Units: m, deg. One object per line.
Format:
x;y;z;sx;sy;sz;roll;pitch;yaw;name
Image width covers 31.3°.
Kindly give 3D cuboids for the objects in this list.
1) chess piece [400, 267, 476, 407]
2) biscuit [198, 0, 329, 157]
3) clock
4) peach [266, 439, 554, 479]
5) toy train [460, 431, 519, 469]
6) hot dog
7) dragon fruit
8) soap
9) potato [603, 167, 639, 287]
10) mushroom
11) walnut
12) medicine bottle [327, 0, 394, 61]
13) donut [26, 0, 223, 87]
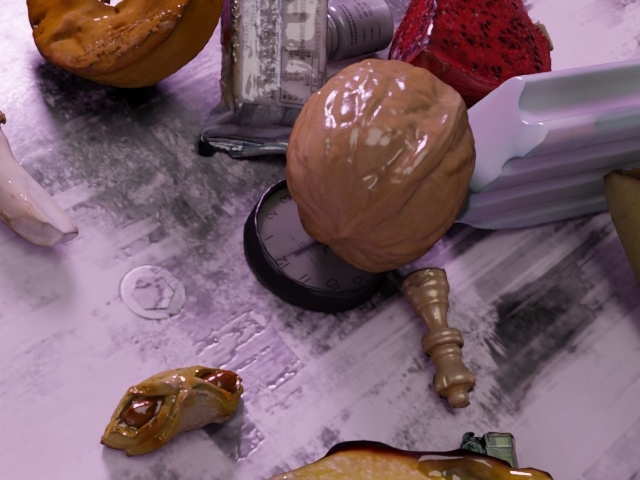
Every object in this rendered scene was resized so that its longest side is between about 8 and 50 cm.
0.142;0.116;1.331;0.060;0.060;0.172;-1;57;-21;chess piece
-0.064;-0.256;1.462;0.186;0.079;0.309;2;84;-17;biscuit
0.000;0.000;1.372;0.184;0.040;0.184;11;51;-13;clock
0.092;0.354;0.935;0.416;0.353;0.339;55;22;-4;peach
0.188;0.276;1.236;0.071;0.038;0.148;6;54;-16;toy train
-0.149;0.165;1.178;0.169;0.061;0.078;-21;63;-32;hot dog
0.204;-0.250;1.586;0.205;0.152;0.317;32;42;-11;dragon fruit
0.309;-0.119;1.471;0.347;0.208;0.115;-12;58;-27;soap
0.518;0.008;1.474;0.255;0.112;0.269;-14;84;-39;potato
-0.351;-0.070;1.280;0.209;0.071;0.084;49;21;15;mushroom
0.067;-0.087;1.308;0.225;0.225;0.261;30;48;3;walnut
0.029;-0.290;1.577;0.130;0.080;0.080;-19;63;-27;medicine bottle
-0.237;-0.311;1.410;0.277;0.108;0.278;-8;70;22;donut
